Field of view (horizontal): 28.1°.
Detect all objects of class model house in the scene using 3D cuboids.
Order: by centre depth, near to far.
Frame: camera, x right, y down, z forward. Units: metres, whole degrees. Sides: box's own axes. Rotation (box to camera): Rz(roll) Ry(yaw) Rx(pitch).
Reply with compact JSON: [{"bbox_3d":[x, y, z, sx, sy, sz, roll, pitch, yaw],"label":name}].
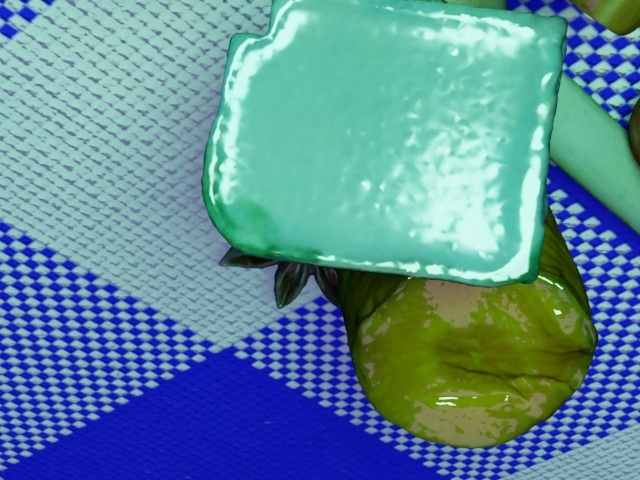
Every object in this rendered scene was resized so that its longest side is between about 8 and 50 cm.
[{"bbox_3d":[0.060,-0.078,1.104,0.281,0.230,0.249,8,176,5],"label":"model house"}]

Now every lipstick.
[{"bbox_3d":[0.298,-0.074,1.299,0.076,0.076,0.304,-31,130,34],"label":"lipstick"}]

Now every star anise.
[{"bbox_3d":[-0.001,0.001,1.396,0.230,0.081,0.262,-22,124,16],"label":"star anise"}]

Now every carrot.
[{"bbox_3d":[0.139,0.050,1.281,0.241,0.340,0.241,-1,114,-2],"label":"carrot"}]

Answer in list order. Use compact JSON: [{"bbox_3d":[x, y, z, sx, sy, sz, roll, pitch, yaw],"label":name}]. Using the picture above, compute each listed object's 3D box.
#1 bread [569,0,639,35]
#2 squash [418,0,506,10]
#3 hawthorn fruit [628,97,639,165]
[{"bbox_3d":[0.168,-0.242,0.974,0.236,0.236,0.070,27,109,-27],"label":"bread"},{"bbox_3d":[0.056,-0.184,1.175,0.094,0.094,0.224,33,138,-32],"label":"squash"},{"bbox_3d":[0.356,-0.094,1.201,0.149,0.189,0.149,14,124,21],"label":"hawthorn fruit"}]
